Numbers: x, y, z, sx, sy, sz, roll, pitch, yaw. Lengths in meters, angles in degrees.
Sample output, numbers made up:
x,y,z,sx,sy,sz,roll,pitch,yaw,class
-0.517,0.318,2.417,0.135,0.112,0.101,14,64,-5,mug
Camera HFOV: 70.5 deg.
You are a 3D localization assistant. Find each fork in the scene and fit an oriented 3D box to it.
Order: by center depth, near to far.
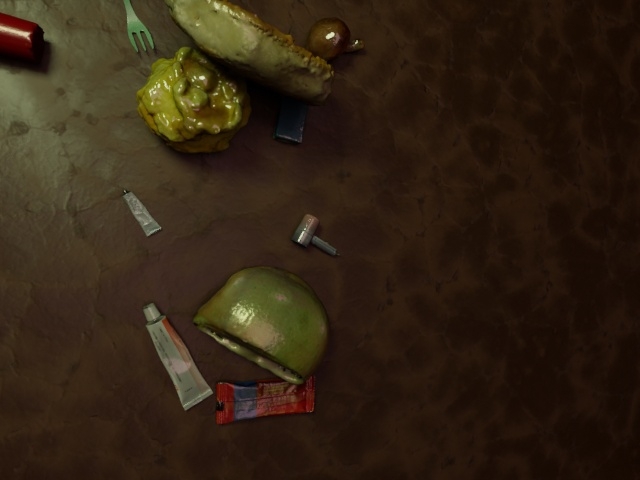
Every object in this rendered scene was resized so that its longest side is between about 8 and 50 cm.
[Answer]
x,y,z,sx,sy,sz,roll,pitch,yaw,class
-0.355,-0.453,0.813,0.039,0.021,0.234,-21,96,-22,fork

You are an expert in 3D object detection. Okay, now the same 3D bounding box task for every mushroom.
x,y,z,sx,sy,sz,roll,pitch,yaw,class
0.034,-0.413,0.924,0.130,0.072,0.088,-14,65,-21,mushroom

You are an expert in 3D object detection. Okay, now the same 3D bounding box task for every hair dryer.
x,y,z,sx,sy,sz,roll,pitch,yaw,class
0.000,0.000,0.939,0.114,0.037,0.063,34,79,-25,hair dryer

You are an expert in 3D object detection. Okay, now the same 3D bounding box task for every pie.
x,y,z,sx,sy,sz,roll,pitch,yaw,class
-0.117,-0.331,0.767,0.316,0.315,0.092,25,109,-18,pie

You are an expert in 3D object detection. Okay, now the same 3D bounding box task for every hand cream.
x,y,z,sx,sy,sz,roll,pitch,yaw,class
-0.330,-0.053,0.830,0.030,0.019,0.093,-35,108,-18,hand cream
-0.271,0.212,0.845,0.053,0.038,0.216,-20,104,6,hand cream

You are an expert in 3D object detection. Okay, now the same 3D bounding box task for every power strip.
x,y,z,sx,sy,sz,roll,pitch,yaw,class
-0.057,-0.258,0.913,0.056,0.032,0.123,12,86,-20,power strip

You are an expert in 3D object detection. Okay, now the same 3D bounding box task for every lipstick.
x,y,z,sx,sy,sz,roll,pitch,yaw,class
-0.594,-0.347,0.702,0.280,0.073,0.073,10,87,-18,lipstick

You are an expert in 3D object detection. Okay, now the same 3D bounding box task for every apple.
x,y,z,sx,sy,sz,roll,pitch,yaw,class
-0.077,0.149,0.871,0.265,0.120,0.193,38,68,-19,apple

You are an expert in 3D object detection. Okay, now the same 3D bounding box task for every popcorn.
x,y,z,sx,sy,sz,roll,pitch,yaw,class
-0.221,-0.245,0.794,0.198,0.155,0.197,1,83,-9,popcorn

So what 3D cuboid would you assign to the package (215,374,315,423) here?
x,y,z,sx,sy,sz,roll,pitch,yaw,class
-0.107,0.316,0.907,0.201,0.022,0.083,1,90,-19,package
